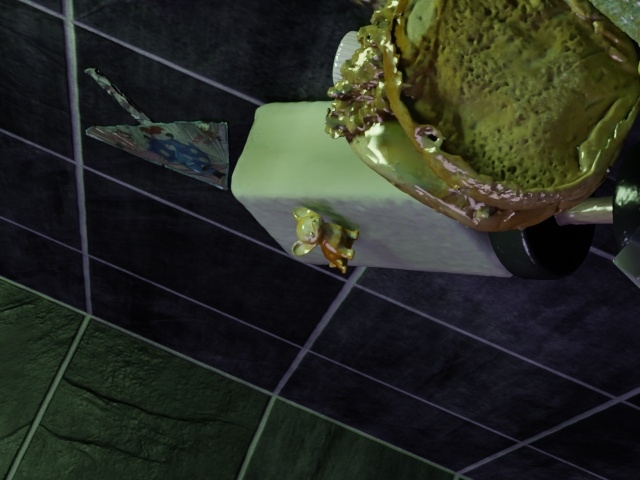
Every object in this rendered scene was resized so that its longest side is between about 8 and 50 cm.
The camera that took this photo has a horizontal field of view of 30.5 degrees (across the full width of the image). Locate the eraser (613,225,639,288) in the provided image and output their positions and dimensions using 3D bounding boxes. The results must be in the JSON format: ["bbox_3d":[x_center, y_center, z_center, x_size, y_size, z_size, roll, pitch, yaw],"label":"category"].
[{"bbox_3d":[0.376,-0.033,1.114,0.092,0.212,0.046,39,-177,-34],"label":"eraser"}]

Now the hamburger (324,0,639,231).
[{"bbox_3d":[0.149,-0.126,1.044,0.286,0.243,0.146,-8,158,-12],"label":"hamburger"}]

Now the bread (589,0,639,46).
[{"bbox_3d":[0.215,-0.255,0.819,0.286,0.056,0.207,43,152,12],"label":"bread"}]

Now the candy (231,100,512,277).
[{"bbox_3d":[0.075,-0.062,1.435,0.358,0.145,0.208,3,152,40],"label":"candy"}]

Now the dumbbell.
[{"bbox_3d":[0.304,-0.031,1.259,0.218,0.152,0.152,0,150,46],"label":"dumbbell"}]

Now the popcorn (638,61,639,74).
[{"bbox_3d":[0.372,-0.112,0.957,0.235,0.217,0.181,27,133,7],"label":"popcorn"}]

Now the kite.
[{"bbox_3d":[-0.239,-0.155,1.723,0.335,0.011,0.314,2,151,42],"label":"kite"}]

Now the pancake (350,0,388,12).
[{"bbox_3d":[0.066,-0.268,1.120,0.190,0.020,0.184,19,159,8],"label":"pancake"}]

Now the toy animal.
[{"bbox_3d":[0.000,0.000,1.388,0.083,0.060,0.081,18,158,-9],"label":"toy animal"}]

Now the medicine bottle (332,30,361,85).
[{"bbox_3d":[0.116,-0.165,1.227,0.203,0.083,0.083,17,159,15],"label":"medicine bottle"}]
